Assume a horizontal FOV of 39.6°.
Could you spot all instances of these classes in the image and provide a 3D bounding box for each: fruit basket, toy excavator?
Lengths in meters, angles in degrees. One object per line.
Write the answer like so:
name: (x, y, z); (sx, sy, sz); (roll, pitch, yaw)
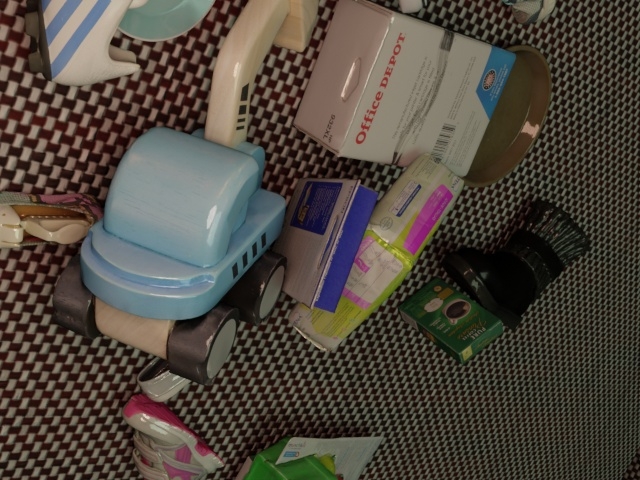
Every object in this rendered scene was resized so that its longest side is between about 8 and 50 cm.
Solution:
fruit basket: (-0.043, 0.515, 1.756); (0.327, 0.165, 0.353); (-61, 153, 8)
toy excavator: (-0.134, -0.106, 1.156); (0.433, 0.222, 0.445); (-51, 158, -53)

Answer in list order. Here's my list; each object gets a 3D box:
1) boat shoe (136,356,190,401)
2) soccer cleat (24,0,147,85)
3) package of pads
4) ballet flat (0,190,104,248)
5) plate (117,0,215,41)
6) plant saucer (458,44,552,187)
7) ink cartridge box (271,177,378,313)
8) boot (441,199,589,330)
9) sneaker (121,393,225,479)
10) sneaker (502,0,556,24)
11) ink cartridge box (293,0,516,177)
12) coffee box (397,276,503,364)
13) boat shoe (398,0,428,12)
boat shoe: (-0.215, 0.179, 1.429); (0.184, 0.066, 0.063); (-36, 136, -5)
soccer cleat: (-0.265, -0.331, 1.000); (0.143, 0.116, 0.331); (-4, 128, -14)
package of pads: (0.083, 0.026, 1.408); (0.229, 0.101, 0.296); (-51, 179, -43)
ballet flat: (-0.374, -0.021, 1.141); (0.221, 0.079, 0.077); (-5, 119, -39)
plate: (-0.206, -0.346, 1.122); (0.188, 0.024, 0.188); (-21, 128, -30)
plant saucer: (0.323, -0.231, 1.645); (0.278, 0.041, 0.278); (-25, 131, -32)
ink cartridge box: (0.000, 0.000, 1.277); (0.069, 0.371, 0.175); (21, 89, -11)
boot: (0.400, 0.025, 1.811); (0.260, 0.131, 0.348); (-49, 148, 5)
sneaker: (-0.258, 0.347, 1.463); (0.111, 0.103, 0.252); (-45, 136, -12)
sneaker: (0.310, -0.440, 1.451); (0.122, 0.110, 0.283); (-27, 156, 1)
ink cartridge box: (0.137, -0.239, 1.415); (0.307, 0.129, 0.223); (5, 114, -43)
coffee box: (0.250, 0.153, 1.726); (0.113, 0.184, 0.040); (-36, 133, -19)
boat shoe: (0.143, -0.482, 1.201); (0.119, 0.121, 0.335); (-3, 107, 4)
